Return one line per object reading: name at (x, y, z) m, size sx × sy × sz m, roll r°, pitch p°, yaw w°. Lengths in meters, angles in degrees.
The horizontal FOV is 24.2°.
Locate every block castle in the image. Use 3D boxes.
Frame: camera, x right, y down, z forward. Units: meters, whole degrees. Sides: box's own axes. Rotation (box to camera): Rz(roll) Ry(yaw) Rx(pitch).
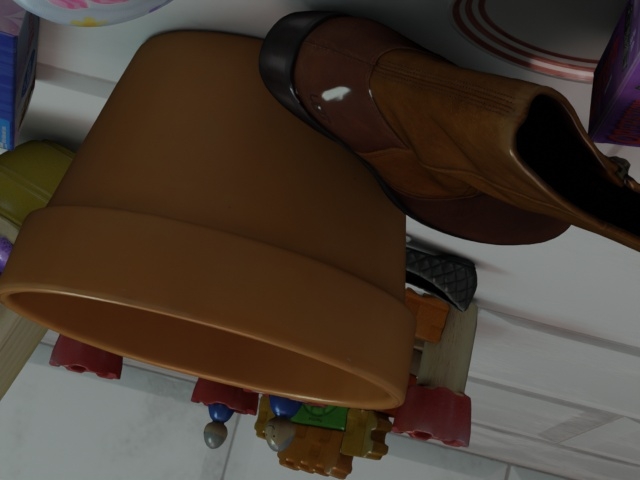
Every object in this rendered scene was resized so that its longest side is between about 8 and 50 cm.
block castle at (-0.066, 0.139, 1.682) m, size 0.303 × 0.213 × 0.453 m, roll 20°, pitch 167°, yaw -39°

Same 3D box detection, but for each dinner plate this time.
dinner plate at (0.139, -0.117, 0.813) m, size 0.141 × 0.017 × 0.141 m, roll 15°, pitch 167°, yaw 3°

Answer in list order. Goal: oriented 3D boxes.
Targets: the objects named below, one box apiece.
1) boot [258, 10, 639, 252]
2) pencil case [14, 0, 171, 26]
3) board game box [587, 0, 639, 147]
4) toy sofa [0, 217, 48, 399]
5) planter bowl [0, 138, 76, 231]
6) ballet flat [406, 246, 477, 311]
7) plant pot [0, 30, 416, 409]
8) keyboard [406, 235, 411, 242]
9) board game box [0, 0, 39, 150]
boot at (0.127, -0.043, 0.853) m, size 0.264 × 0.096 × 0.280 m, roll 38°, pitch 173°, yaw -33°
pencil case at (-0.082, -0.173, 0.595) m, size 0.124 × 0.113 × 0.273 m, roll 27°, pitch 165°, yaw -9°
board game box at (0.237, -0.082, 0.644) m, size 0.208 × 0.056 × 0.347 m, roll 3°, pitch 174°, yaw 4°
toy sofa at (-0.423, -0.006, 1.389) m, size 0.362 × 0.150 × 0.177 m, roll 31°, pitch 171°, yaw 13°
planter bowl at (-0.243, -0.032, 1.398) m, size 0.217 × 0.090 × 0.217 m, roll 32°, pitch 171°, yaw 6°
ballet flat at (0.073, 0.031, 1.423) m, size 0.173 × 0.049 × 0.057 m, roll 11°, pitch 169°, yaw -20°
plant pot at (-0.060, -0.016, 1.051) m, size 0.291 × 0.203 × 0.291 m, roll 13°, pitch 168°, yaw 3°
keyboard at (0.000, 0.000, 1.505) m, size 0.072 × 0.014 × 0.256 m, roll 14°, pitch 169°, yaw -24°
board game box at (-0.356, -0.169, 1.033) m, size 0.318 × 0.066 × 0.319 m, roll 16°, pitch 167°, yaw -8°
